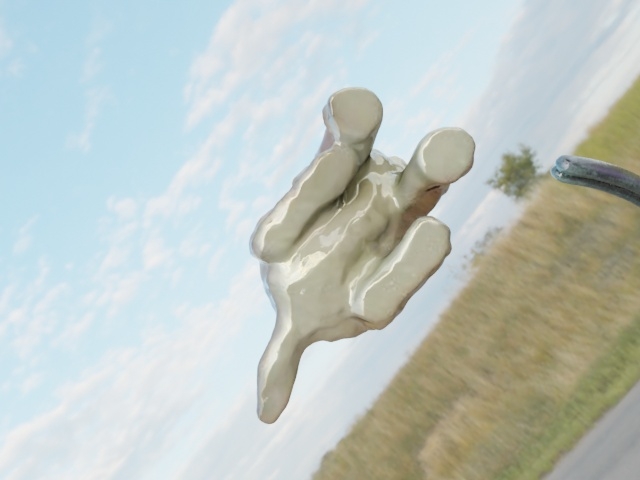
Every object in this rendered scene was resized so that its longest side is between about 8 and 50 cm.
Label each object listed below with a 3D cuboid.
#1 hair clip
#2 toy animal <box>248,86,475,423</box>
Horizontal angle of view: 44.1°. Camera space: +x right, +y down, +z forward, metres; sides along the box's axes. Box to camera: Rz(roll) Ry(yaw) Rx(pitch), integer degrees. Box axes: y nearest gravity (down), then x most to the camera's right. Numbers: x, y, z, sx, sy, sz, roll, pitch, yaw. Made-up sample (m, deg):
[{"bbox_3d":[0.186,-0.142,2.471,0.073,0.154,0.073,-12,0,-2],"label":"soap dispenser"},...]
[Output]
[{"bbox_3d":[0.287,-0.025,0.700,0.083,0.048,0.275,-43,-47,21],"label":"hair clip"},{"bbox_3d":[0.004,0.014,0.490,0.184,0.104,0.185,-61,7,-5],"label":"toy animal"}]
